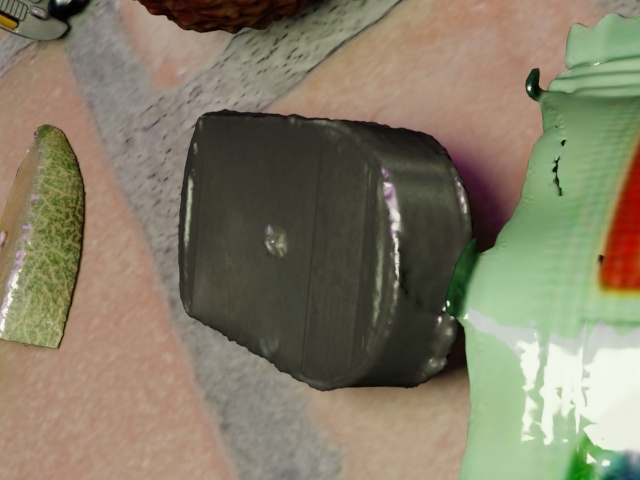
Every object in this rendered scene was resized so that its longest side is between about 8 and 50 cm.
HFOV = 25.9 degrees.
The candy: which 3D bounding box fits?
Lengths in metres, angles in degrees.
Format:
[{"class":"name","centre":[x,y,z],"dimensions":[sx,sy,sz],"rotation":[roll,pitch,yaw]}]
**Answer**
[{"class":"candy","centre":[0.214,0.017,0.763],"dimensions":[0.263,0.172,0.398],"rotation":[6,58,24]}]

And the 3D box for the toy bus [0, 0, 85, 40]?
[{"class":"toy bus","centre":[-0.257,-0.279,1.155],"dimensions":[0.136,0.126,0.209],"rotation":[15,84,44]}]

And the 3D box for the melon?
[{"class":"melon","centre":[-0.229,-0.005,1.108],"dimensions":[0.098,0.054,0.182],"rotation":[10,81,50]}]

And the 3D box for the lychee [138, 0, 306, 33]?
[{"class":"lychee","centre":[-0.048,-0.269,0.954],"dimensions":[0.271,0.271,0.271],"rotation":[-10,70,30]}]

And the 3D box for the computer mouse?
[{"class":"computer mouse","centre":[0.005,0.000,0.921],"dimensions":[0.295,0.087,0.168],"rotation":[17,104,53]}]
